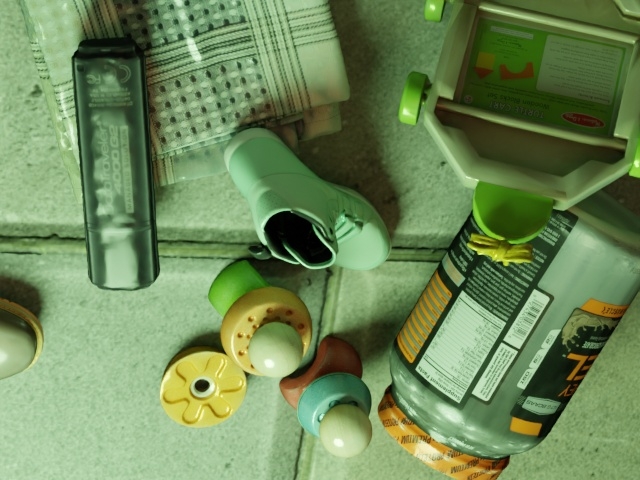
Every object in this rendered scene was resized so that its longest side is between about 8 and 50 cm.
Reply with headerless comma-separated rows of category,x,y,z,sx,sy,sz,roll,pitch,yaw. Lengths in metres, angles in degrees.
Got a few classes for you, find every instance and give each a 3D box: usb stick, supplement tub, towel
usb stick,-0.210,-0.073,1.715,0.077,0.045,0.278,-1,116,0
supplement tub,0.213,0.092,1.868,0.207,0.207,0.338,22,109,-24
towel,-0.140,-0.207,1.711,0.312,0.056,0.324,-17,119,-7

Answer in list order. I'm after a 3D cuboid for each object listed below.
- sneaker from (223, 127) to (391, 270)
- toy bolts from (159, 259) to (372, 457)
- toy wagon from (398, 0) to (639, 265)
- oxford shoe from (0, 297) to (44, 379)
sneaker,-0.001,0.000,1.777,0.094,0.151,0.256,-38,134,17
toy bolts,-0.049,0.173,1.863,0.228,0.158,0.218,34,103,-27
toy wagon,0.219,-0.137,1.729,0.267,0.068,0.344,14,78,6
oxford shoe,-0.470,0.128,1.740,0.363,0.133,0.130,-2,115,-15
